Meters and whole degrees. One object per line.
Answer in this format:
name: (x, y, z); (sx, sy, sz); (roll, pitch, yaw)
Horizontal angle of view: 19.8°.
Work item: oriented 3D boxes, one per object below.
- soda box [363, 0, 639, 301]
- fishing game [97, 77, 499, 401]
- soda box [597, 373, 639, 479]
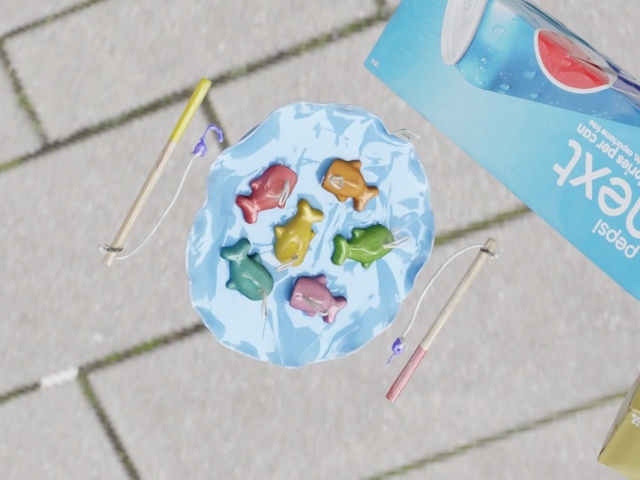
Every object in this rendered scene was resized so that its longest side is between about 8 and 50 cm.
soda box: (0.118, -0.055, 0.884); (0.067, 0.210, 0.071); (10, 117, -50)
fishing game: (0.000, 0.000, 1.216); (0.264, 0.041, 0.189); (32, 92, -30)
soda box: (0.268, 0.145, 1.137); (0.181, 0.061, 0.058); (28, 134, 8)
